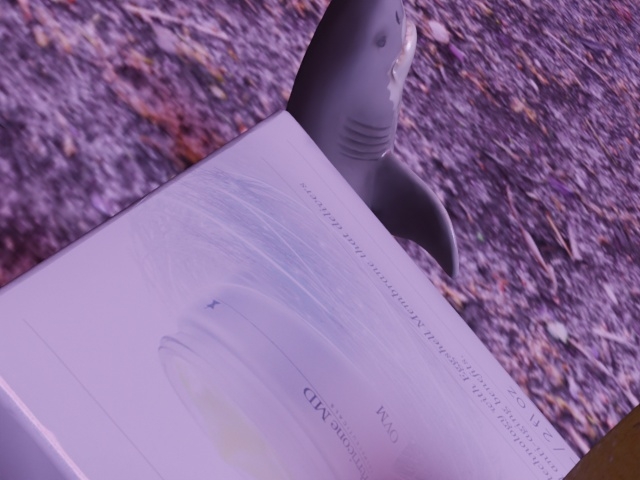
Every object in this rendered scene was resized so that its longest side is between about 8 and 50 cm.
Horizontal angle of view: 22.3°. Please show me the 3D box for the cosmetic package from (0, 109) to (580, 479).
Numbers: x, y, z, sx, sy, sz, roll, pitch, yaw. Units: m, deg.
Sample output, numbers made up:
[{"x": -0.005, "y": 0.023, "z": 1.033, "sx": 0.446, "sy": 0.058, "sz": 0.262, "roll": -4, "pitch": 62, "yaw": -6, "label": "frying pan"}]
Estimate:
[{"x": -0.028, "y": 0.104, "z": 0.556, "sx": 0.224, "sy": 0.138, "sz": 0.224, "roll": 50, "pitch": 33, "yaw": 0, "label": "cosmetic package"}]

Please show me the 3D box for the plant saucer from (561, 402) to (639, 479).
[{"x": 0.089, "y": 0.235, "z": 0.447, "sx": 0.333, "sy": 0.081, "sz": 0.333, "roll": 71, "pitch": 33, "yaw": -41, "label": "plant saucer"}]

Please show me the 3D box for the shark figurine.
[{"x": -0.002, "y": 0.025, "z": 0.770, "sx": 0.116, "sy": 0.166, "sz": 0.278, "roll": -7, "pitch": 85, "yaw": -21, "label": "shark figurine"}]
